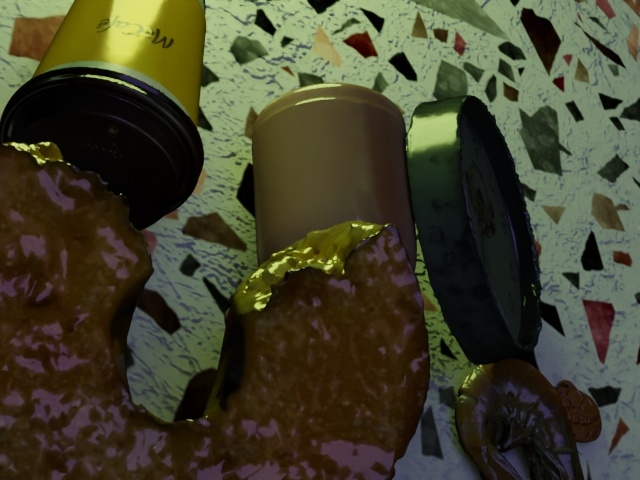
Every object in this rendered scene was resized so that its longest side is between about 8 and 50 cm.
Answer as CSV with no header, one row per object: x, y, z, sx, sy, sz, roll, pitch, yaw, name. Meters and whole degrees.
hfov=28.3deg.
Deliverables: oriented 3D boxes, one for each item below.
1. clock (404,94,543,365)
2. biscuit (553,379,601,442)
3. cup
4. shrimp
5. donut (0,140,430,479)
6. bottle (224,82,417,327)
0.180,-0.016,1.438,0.312,0.061,0.312,-14,90,-69,clock
0.305,0.206,1.539,0.091,0.015,0.078,11,60,-31,biscuit
-0.199,-0.155,1.270,0.196,0.196,0.279,28,45,-21,cup
0.242,0.247,1.444,0.150,0.068,0.248,-25,76,-30,shrimp
-0.141,0.121,1.104,0.435,0.163,0.377,19,82,-11,donut
0.000,0.000,1.338,0.206,0.173,0.297,-6,62,4,bottle
